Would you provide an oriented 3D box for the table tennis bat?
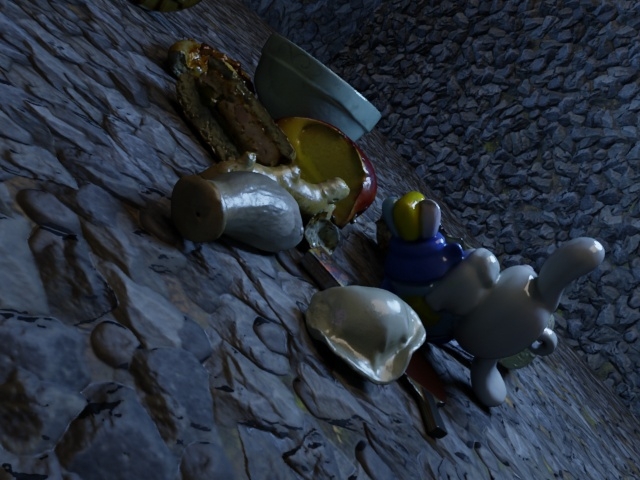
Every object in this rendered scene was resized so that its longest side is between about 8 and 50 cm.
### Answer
[{"bbox_3d":[0.155,0.221,0.872,0.130,0.019,0.220,38,17,-21],"label":"table tennis bat"}]

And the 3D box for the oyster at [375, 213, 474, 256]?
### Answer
[{"bbox_3d":[0.205,0.026,1.183,0.201,0.107,0.354,58,-14,-8],"label":"oyster"}]

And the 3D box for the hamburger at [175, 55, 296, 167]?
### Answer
[{"bbox_3d":[-0.153,-0.205,1.005,0.262,0.124,0.131,54,0,14],"label":"hamburger"}]

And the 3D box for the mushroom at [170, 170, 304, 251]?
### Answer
[{"bbox_3d":[-0.106,-0.043,0.761,0.096,0.108,0.247,7,-1,25],"label":"mushroom"}]

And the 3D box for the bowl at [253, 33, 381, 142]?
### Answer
[{"bbox_3d":[-0.027,-0.315,1.267,0.307,0.163,0.307,37,6,-4],"label":"bowl"}]

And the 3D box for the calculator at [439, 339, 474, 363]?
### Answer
[{"bbox_3d":[0.260,0.160,1.240,0.165,0.028,0.274,34,18,-22],"label":"calculator"}]

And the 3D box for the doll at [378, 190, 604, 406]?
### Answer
[{"bbox_3d":[0.245,0.088,0.981,0.365,0.376,0.187,28,20,12],"label":"doll"}]

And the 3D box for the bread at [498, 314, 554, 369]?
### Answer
[{"bbox_3d":[0.487,0.212,1.425,0.187,0.155,0.338,43,18,21],"label":"bread"}]

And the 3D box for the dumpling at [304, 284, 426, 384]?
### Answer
[{"bbox_3d":[0.073,0.132,0.763,0.169,0.100,0.134,30,35,-35],"label":"dumpling"}]

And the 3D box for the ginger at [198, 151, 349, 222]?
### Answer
[{"bbox_3d":[-0.070,-0.077,0.918,0.298,0.118,0.065,9,33,-50],"label":"ginger"}]

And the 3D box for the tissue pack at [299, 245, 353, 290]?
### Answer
[{"bbox_3d":[0.009,0.051,0.903,0.083,0.035,0.063,49,17,8],"label":"tissue pack"}]

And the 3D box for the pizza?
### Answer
[{"bbox_3d":[-0.216,-0.361,1.257,0.226,0.086,0.335,46,16,8],"label":"pizza"}]

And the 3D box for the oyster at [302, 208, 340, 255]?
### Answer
[{"bbox_3d":[-0.001,0.000,0.982,0.029,0.086,0.132,18,-35,28],"label":"oyster"}]

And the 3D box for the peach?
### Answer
[{"bbox_3d":[0.003,-0.151,1.144,0.267,0.159,0.154,41,-6,15],"label":"peach"}]

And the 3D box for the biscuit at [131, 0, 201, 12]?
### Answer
[{"bbox_3d":[-0.366,-0.704,1.303,0.332,0.332,0.103,24,21,-49],"label":"biscuit"}]
